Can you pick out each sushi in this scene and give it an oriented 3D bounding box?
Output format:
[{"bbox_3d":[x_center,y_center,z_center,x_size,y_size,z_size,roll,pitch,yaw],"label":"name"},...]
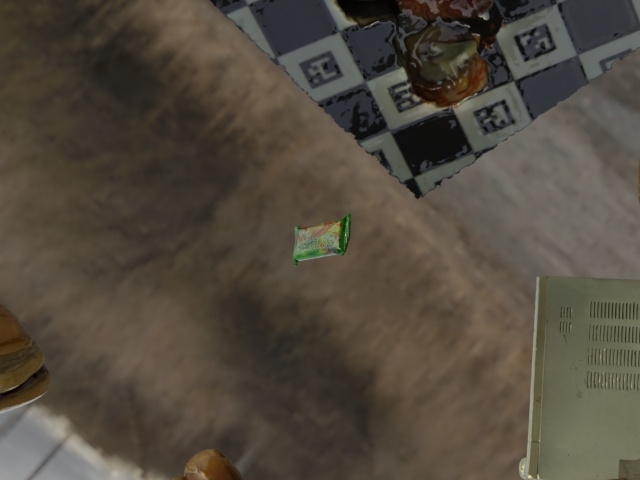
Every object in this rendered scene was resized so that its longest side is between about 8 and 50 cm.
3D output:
[{"bbox_3d":[0.109,-0.239,1.593,0.339,0.320,0.068,42,-156,-32],"label":"sushi"}]

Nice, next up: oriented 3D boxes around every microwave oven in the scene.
[{"bbox_3d":[0.329,0.176,1.999,0.194,0.240,0.145,3,161,6],"label":"microwave oven"}]

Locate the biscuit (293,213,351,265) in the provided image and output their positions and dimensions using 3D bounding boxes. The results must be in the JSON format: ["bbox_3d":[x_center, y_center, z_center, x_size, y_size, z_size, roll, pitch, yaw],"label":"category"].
[{"bbox_3d":[0.000,0.000,1.880,0.089,0.046,0.016,-11,155,44],"label":"biscuit"}]

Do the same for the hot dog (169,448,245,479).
[{"bbox_3d":[-0.010,0.223,1.044,0.100,0.068,0.249,10,142,56],"label":"hot dog"}]

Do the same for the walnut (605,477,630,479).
[{"bbox_3d":[0.282,0.256,1.435,0.170,0.069,0.143,31,144,10],"label":"walnut"}]

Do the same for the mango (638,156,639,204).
[{"bbox_3d":[0.348,-0.018,1.125,0.365,0.253,0.182,15,-170,-28],"label":"mango"}]

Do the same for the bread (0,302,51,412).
[{"bbox_3d":[-0.321,0.103,1.471,0.116,0.077,0.200,30,-151,24],"label":"bread"}]
